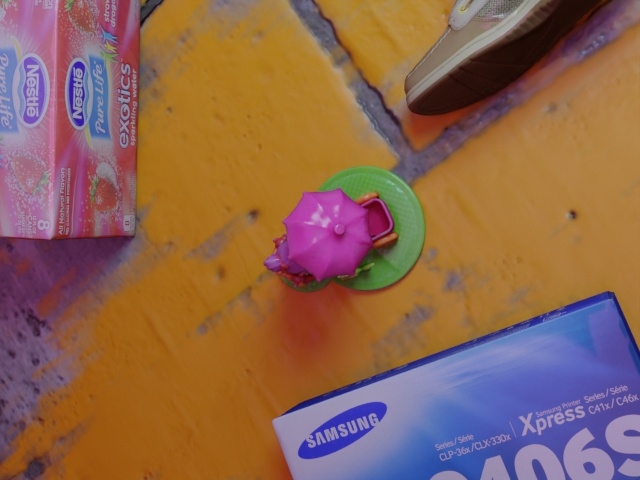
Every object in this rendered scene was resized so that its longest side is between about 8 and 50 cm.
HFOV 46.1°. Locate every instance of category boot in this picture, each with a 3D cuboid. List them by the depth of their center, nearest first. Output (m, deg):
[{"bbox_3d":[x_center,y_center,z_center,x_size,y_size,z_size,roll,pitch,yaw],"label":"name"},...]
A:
[{"bbox_3d":[0.145,-0.261,0.688,0.262,0.095,0.204,-42,65,37],"label":"boot"}]

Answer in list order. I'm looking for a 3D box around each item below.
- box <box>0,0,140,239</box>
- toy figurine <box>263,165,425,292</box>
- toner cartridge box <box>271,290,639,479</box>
[{"bbox_3d":[-0.299,-0.153,0.822,0.142,0.154,0.300,3,92,20],"label":"box"},{"bbox_3d":[0.000,0.000,0.716,0.173,0.159,0.130,-27,83,20],"label":"toy figurine"},{"bbox_3d":[0.140,0.187,0.717,0.347,0.075,0.165,-24,83,19],"label":"toner cartridge box"}]
